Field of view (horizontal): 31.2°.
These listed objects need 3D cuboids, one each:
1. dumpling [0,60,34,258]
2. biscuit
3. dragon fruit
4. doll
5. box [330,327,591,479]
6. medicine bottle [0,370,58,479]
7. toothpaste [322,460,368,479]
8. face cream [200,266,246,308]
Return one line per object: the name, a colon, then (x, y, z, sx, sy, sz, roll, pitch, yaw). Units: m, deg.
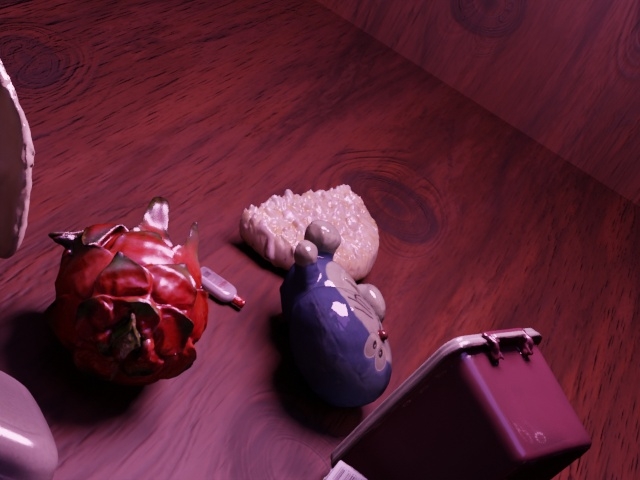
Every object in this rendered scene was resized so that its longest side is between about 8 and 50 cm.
dumpling: (-0.509, -0.149, 1.350, 0.395, 0.316, 0.233, 24, 24, -4)
biscuit: (0.000, 0.000, 1.861, 0.281, 0.084, 0.179, -11, 53, -49)
dragon fruit: (-0.232, 0.066, 1.403, 0.192, 0.193, 0.274, -4, 33, -2)
doll: (0.022, 0.115, 1.595, 0.228, 0.154, 0.258, 59, 0, -30)
box: (0.173, 0.253, 1.397, 0.193, 0.294, 0.168, 0, 50, -44)
medicine bottle: (-0.431, 0.138, 1.043, 0.375, 0.123, 0.282, 30, -3, -25)
toothpaste: (-0.030, 0.355, 1.230, 0.067, 0.081, 0.336, 34, 27, 9)
face cream: (-0.145, 0.070, 1.661, 0.083, 0.021, 0.040, 34, 27, 8)
